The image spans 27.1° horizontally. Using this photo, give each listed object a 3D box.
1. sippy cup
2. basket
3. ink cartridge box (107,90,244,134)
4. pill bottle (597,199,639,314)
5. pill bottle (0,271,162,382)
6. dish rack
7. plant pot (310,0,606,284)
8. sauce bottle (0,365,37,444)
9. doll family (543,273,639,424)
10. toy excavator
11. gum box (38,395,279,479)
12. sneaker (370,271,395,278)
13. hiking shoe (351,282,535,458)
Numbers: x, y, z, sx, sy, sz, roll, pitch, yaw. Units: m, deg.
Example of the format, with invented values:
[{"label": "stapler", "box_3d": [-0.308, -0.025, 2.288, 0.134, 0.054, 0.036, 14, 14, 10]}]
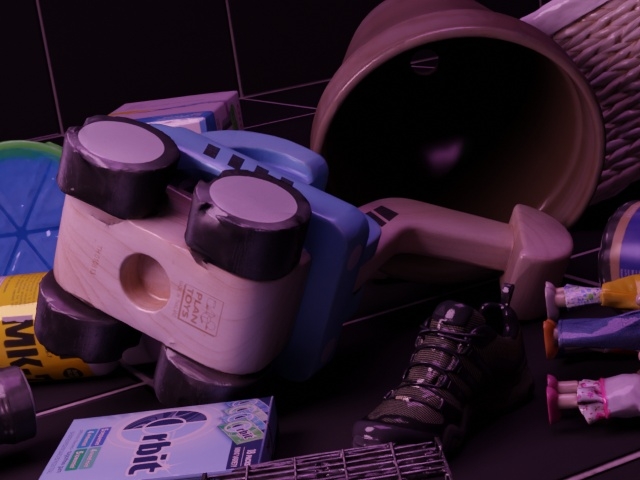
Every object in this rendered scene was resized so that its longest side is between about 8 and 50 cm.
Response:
[{"label": "sippy cup", "box_3d": [-0.397, -0.010, 1.746, 0.305, 0.240, 0.224, 28, -7, -14]}, {"label": "basket", "box_3d": [0.401, -0.231, 1.805, 0.331, 0.266, 0.328, -32, 2, 27]}, {"label": "ink cartridge box", "box_3d": [-0.227, -0.105, 2.031, 0.197, 0.198, 0.270, -7, 14, 8]}, {"label": "pill bottle", "box_3d": [0.393, 0.025, 1.290, 0.219, 0.123, 0.123, 4, 19, 43]}, {"label": "pill bottle", "box_3d": [-0.281, 0.091, 1.432, 0.208, 0.119, 0.119, -7, 14, 10]}, {"label": "dish rack", "box_3d": [0.007, 0.210, 0.887, 0.208, 0.074, 0.271, -7, 12, -1]}, {"label": "plant pot", "box_3d": [0.142, -0.157, 1.552, 0.323, 0.323, 0.280, -8, 34, 1]}, {"label": "sauce bottle", "box_3d": [-0.420, 0.188, 1.150, 0.344, 0.111, 0.111, -13, 14, -25]}, {"label": "doll family", "box_3d": [0.281, 0.072, 1.170, 0.163, 0.118, 0.263, -5, 14, 12]}, {"label": "toy excavator", "box_3d": [0.000, 0.000, 1.344, 0.433, 0.222, 0.445, 25, 30, 19]}, {"label": "gum box", "box_3d": [-0.133, 0.186, 1.120, 0.184, 0.041, 0.157, -6, 13, 4]}, {"label": "sneaker", "box_3d": [0.104, -0.060, 1.712, 0.121, 0.108, 0.302, 6, 44, -10]}, {"label": "hiking shoe", "box_3d": [0.098, 0.111, 1.134, 0.086, 0.114, 0.227, 2, 17, 39]}]
